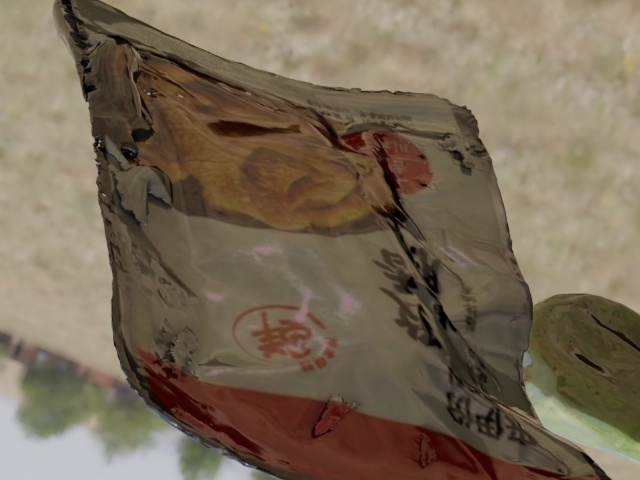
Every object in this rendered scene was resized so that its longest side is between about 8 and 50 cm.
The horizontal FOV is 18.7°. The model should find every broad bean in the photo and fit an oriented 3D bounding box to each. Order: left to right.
[{"bbox_3d":[0.209,0.104,1.240,0.153,0.072,0.207,-17,-144,-43],"label":"broad bean"}]

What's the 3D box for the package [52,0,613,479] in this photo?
[{"bbox_3d":[0.000,0.000,0.578,0.154,0.030,0.239,16,-150,-21],"label":"package"}]
